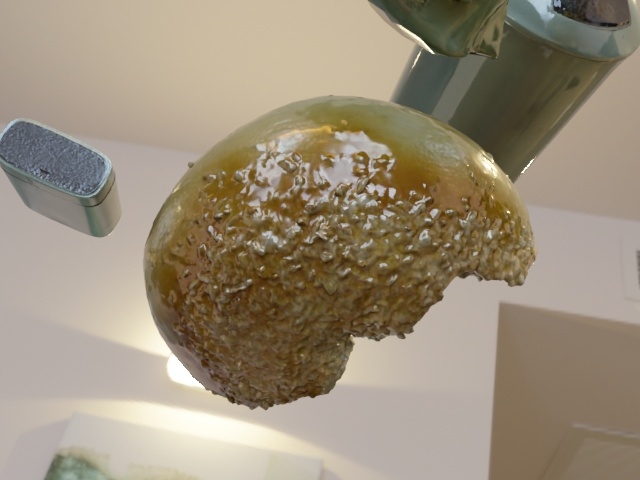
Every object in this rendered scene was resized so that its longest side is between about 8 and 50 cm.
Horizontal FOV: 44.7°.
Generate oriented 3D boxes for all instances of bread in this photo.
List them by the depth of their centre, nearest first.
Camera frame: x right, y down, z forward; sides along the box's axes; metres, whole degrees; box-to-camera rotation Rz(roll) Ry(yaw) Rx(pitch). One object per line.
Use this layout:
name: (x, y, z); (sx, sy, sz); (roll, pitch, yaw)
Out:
bread: (0.002, -0.004, 0.587); (0.314, 0.171, 0.192); (-17, -52, 7)

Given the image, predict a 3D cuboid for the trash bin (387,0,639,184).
trash bin: (0.263, -0.252, 1.158); (0.280, 0.280, 0.432); (21, -43, -7)

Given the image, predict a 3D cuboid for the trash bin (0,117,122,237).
trash bin: (-0.272, -0.062, 0.826); (0.116, 0.059, 0.130); (26, -20, 0)

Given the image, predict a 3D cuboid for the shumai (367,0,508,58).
shumai: (0.147, -0.305, 0.596); (0.395, 0.348, 0.395); (37, -4, 3)
